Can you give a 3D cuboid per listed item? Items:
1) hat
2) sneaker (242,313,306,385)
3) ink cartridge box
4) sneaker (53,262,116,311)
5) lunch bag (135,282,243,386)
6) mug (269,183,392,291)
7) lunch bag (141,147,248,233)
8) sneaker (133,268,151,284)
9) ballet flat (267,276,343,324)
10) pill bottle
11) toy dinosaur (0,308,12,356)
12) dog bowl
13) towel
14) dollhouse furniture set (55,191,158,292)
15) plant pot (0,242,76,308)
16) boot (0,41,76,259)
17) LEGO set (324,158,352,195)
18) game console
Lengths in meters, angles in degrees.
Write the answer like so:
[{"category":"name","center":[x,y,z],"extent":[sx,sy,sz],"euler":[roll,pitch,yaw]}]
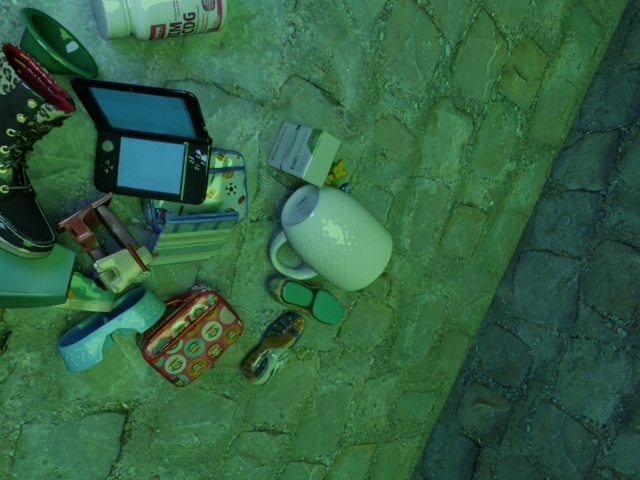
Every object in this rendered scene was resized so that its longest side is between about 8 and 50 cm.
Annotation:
[{"category":"hat","center":[-0.638,-0.389,1.042],"extent":[0.183,0.173,0.209],"euler":[-37,94,13]},{"category":"sneaker","center":[-0.157,0.398,1.713],"extent":[0.296,0.111,0.131],"euler":[-47,146,-9]},{"category":"ink cartridge box","center":[-0.055,-0.267,1.433],"extent":[0.086,0.208,0.153],"euler":[19,97,-42]},{"category":"sneaker","center":[-0.685,0.108,1.204],"extent":[0.302,0.108,0.121],"euler":[13,82,-34]},{"category":"lunch bag","center":[-0.411,0.279,1.460],"extent":[0.293,0.120,0.258],"euler":[-43,124,-16]},{"category":"mug","center":[0.000,0.000,1.569],"extent":[0.374,0.276,0.328],"euler":[-35,129,19]},{"category":"lunch bag","center":[-0.358,-0.148,1.324],"extent":[0.303,0.115,0.243],"euler":[-11,112,-34]},{"category":"sneaker","center":[-0.539,0.095,1.335],"extent":[0.069,0.038,0.098],"euler":[-53,129,-7]},{"category":"ballet flat","center":[-0.054,0.213,1.689],"extent":[0.348,0.123,0.123],"euler":[31,89,-43]},{"category":"pill bottle","center":[-0.379,-0.564,1.106],"extent":[0.282,0.160,0.161],"euler":[-21,120,-27]},{"category":"toy dinosaur","center":[-0.871,0.285,1.109],"extent":[0.218,0.164,0.322],"euler":[21,78,-54]},{"category":"dog bowl","center":[-0.577,0.234,1.290],"extent":[0.297,0.166,0.074],"euler":[-35,116,-19]},{"category":"towel","center":[-0.361,-0.001,1.314],"extent":[0.209,0.285,0.034],"euler":[-8,68,-33]},{"category":"dollhouse furniture set","center":[-0.479,-0.004,1.082],"extent":[0.152,0.374,0.201],"euler":[-39,103,-26]},{"category":"plant pot","center":[-0.692,0.068,1.060],"extent":[0.234,0.165,0.166],"euler":[13,66,-24]},{"category":"boot","center":[-0.616,-0.179,0.954],"extent":[0.284,0.377,0.138],"euler":[-39,175,13]},{"category":"LEGO set","center":[0.037,-0.207,1.602],"extent":[0.093,0.087,0.227],"euler":[-31,123,-23]},{"category":"game console","center":[-0.423,-0.224,1.110],"extent":[0.292,0.173,0.251],"euler":[8,95,3]}]
